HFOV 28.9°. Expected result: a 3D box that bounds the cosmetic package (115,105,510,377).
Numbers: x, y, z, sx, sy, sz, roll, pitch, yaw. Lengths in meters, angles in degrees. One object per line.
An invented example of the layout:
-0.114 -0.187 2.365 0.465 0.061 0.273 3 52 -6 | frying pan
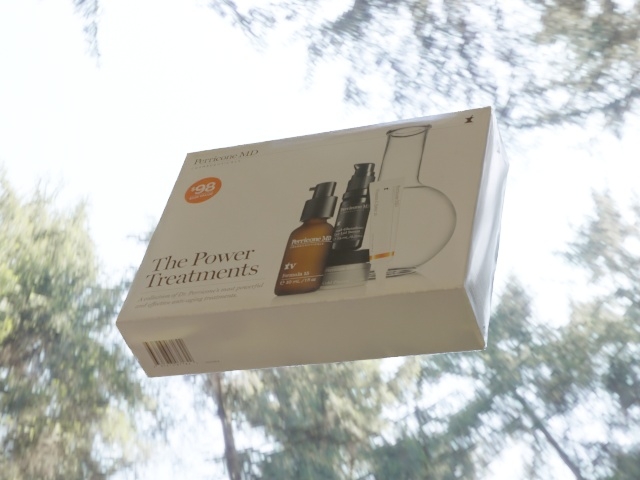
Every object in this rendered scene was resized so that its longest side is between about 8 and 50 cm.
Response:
0.000 0.000 1.335 0.377 0.284 0.097 -7 -52 20 | cosmetic package
